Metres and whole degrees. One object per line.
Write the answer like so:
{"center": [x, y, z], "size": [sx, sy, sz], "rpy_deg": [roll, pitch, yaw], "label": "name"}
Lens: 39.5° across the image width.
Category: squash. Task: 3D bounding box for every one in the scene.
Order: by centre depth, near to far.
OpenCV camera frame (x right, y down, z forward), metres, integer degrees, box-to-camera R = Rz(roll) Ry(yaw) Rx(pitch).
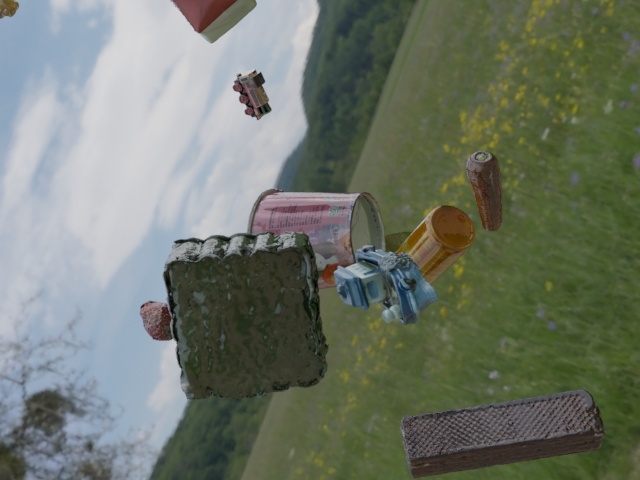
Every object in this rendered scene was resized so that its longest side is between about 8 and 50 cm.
{"center": [0.158, 0.003, 2.222], "size": [0.093, 0.252, 0.169], "rpy_deg": [-27, 46, 37], "label": "squash"}

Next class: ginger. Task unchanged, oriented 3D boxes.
{"center": [-0.585, -0.442, 1.580], "size": [0.165, 0.096, 0.067], "rpy_deg": [-113, 9, -45], "label": "ginger"}

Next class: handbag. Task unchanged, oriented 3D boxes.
{"center": [-0.279, -0.576, 1.867], "size": [0.151, 0.298, 0.171], "rpy_deg": [-39, 2, 5], "label": "handbag"}

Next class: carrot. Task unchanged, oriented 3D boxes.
{"center": [0.283, -0.082, 1.511], "size": [0.161, 0.055, 0.055], "rpy_deg": [68, -148, -41], "label": "carrot"}

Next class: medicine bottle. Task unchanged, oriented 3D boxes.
{"center": [0.204, 0.019, 1.659], "size": [0.192, 0.096, 0.096], "rpy_deg": [-53, 13, 56], "label": "medicine bottle"}

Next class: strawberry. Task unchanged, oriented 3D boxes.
{"center": [-0.339, 0.165, 1.877], "size": [0.083, 0.096, 0.083], "rpy_deg": [-32, -26, -18], "label": "strawberry"}

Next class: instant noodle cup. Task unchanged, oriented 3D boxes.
{"center": [0.000, 0.000, 1.899], "size": [0.243, 0.231, 0.243], "rpy_deg": [-4, -90, -65], "label": "instant noodle cup"}

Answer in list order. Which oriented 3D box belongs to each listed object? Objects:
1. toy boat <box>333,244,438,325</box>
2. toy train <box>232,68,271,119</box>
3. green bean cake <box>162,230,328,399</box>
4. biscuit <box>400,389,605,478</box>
{"center": [0.096, 0.076, 1.387], "size": [0.238, 0.098, 0.109], "rpy_deg": [-151, 44, -66], "label": "toy boat"}
{"center": [-0.180, -0.395, 2.428], "size": [0.050, 0.087, 0.138], "rpy_deg": [-49, -59, -46], "label": "toy train"}
{"center": [-0.114, 0.117, 1.413], "size": [0.132, 0.241, 0.255], "rpy_deg": [-106, 7, -74], "label": "green bean cake"}
{"center": [0.355, 0.380, 1.752], "size": [0.107, 0.388, 0.073], "rpy_deg": [-95, -7, -49], "label": "biscuit"}
